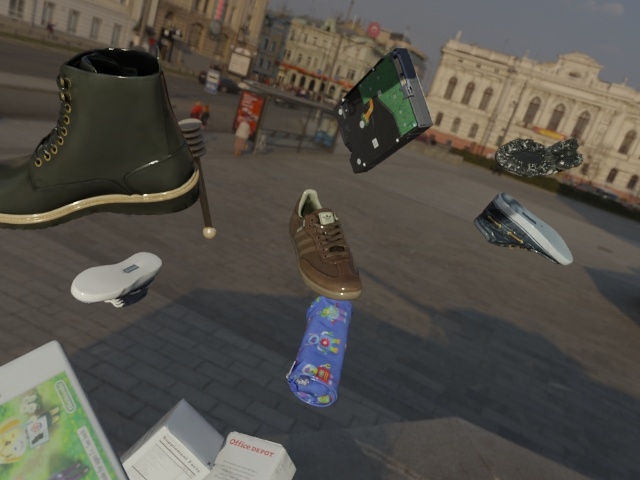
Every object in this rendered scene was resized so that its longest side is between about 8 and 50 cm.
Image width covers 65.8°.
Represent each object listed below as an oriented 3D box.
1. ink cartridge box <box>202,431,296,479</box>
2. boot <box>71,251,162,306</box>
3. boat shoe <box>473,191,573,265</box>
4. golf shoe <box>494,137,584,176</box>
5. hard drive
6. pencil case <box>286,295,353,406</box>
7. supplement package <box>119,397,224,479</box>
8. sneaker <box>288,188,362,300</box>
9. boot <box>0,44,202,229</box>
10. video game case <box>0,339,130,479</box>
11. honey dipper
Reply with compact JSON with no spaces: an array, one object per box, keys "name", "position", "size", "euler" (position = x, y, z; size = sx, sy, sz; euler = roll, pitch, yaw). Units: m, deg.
[{"name":"ink cartridge box","position":[-0.173,0.538,1.046],"size":[0.160,0.093,0.219],"euler":[2,39,32]},{"name":"boot","position":[-0.347,0.086,0.841],"size":[0.069,0.086,0.190],"euler":[34,22,12]},{"name":"boat shoe","position":[0.385,-0.006,0.945],"size":[0.183,0.083,0.065],"euler":[43,40,6]},{"name":"golf shoe","position":[0.417,-0.153,0.978],"size":[0.198,0.077,0.094],"euler":[-2,-9,-19]},{"name":"hard drive","position":[0.172,-0.368,1.456],"size":[0.064,0.237,0.339],"euler":[-13,-9,-30]},{"name":"pencil case","position":[0.002,0.278,1.292],"size":[0.133,0.119,0.306],"euler":[15,42,2]},{"name":"supplement package","position":[-0.345,0.483,1.042],"size":[0.139,0.244,0.134],"euler":[47,5,-4]},{"name":"sneaker","position":[0.000,0.000,0.618],"size":[0.066,0.071,0.188],"euler":[-5,31,-21]},{"name":"boot","position":[-0.202,-0.083,0.382],"size":[0.197,0.137,0.077],"euler":[-9,51,-10]},{"name":"video game case","position":[-0.220,0.193,0.308],"size":[0.193,0.023,0.212],"euler":[-28,63,-27]},{"name":"honey dipper","position":[-0.145,-0.068,0.602],"size":[0.030,0.161,0.030],"euler":[-2,39,1]}]
